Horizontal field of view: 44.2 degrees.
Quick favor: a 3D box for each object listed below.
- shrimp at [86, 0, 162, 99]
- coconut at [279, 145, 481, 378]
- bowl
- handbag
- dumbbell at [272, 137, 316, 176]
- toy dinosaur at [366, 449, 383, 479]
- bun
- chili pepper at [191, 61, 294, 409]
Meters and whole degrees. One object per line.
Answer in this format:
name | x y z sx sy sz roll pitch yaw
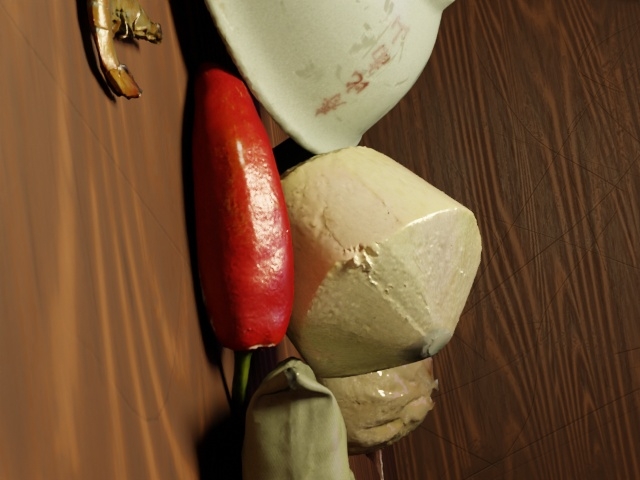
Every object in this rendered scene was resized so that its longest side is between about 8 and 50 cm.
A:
shrimp | -0.143 -0.149 0.591 0.127 0.025 0.091 -20 101 -79
coconut | 0.050 0.034 0.868 0.244 0.239 0.239 44 -20 38
bowl | 0.038 -0.330 0.911 0.435 0.195 0.435 44 37 -47
handbag | -0.013 0.263 0.711 0.253 0.109 0.316 115 -31 -85
dumbbell | 0.001 0.000 1.119 0.144 0.156 0.316 48 -15 35
toy dinosaur | 0.076 0.346 1.469 0.032 0.108 0.220 19 42 -48
bun | 0.093 0.222 1.342 0.281 0.204 0.282 -10 90 -82
chili pepper | -0.076 -0.029 0.761 0.137 0.091 0.369 114 -26 -73
